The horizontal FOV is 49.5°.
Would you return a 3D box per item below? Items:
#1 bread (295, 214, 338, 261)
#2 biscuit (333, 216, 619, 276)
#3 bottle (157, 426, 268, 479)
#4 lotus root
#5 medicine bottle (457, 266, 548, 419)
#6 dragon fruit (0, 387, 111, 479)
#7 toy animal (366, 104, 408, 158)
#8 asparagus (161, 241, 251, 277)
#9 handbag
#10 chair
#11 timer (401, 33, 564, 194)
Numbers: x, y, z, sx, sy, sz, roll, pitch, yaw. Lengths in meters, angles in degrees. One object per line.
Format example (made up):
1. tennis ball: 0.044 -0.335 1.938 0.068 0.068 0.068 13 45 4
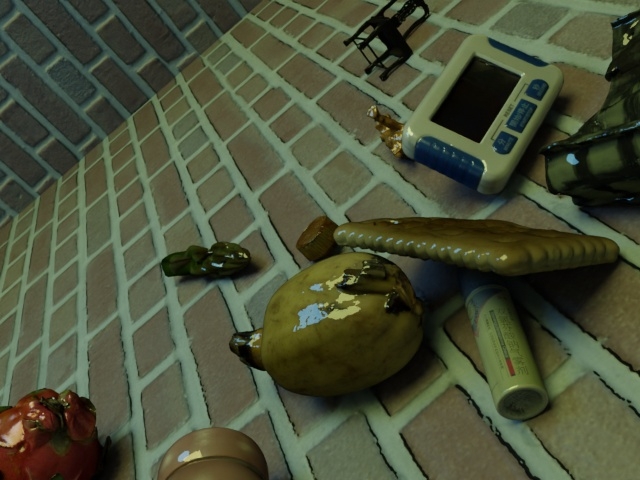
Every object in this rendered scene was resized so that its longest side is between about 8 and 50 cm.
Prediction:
1. bread: 0.000 0.000 1.235 0.085 0.053 0.085 -41 20 19
2. biscuit: 0.188 -0.002 0.899 0.217 0.044 0.325 -6 10 -34
3. bottle: -0.131 0.370 0.803 0.297 0.173 0.206 -107 35 -57
4. lotus root: -0.001 0.126 0.958 0.310 0.183 0.183 -24 34 29
5. medicine bottle: 0.214 0.108 0.840 0.059 0.059 0.231 -31 32 18
6. dragon fruit: -0.468 0.354 1.167 0.227 0.224 0.224 -35 30 23
7. toy animal: 0.206 -0.208 1.246 0.255 0.116 0.114 -12 83 32
8. asparagus: -0.227 0.041 1.427 0.287 0.080 0.080 -7 44 49
9. handbag: 0.475 -0.189 0.837 0.327 0.162 0.325 -6 41 56
10. chair: 0.177 -0.494 1.617 0.229 0.106 0.113 -44 29 -2
11. timer: 0.255 -0.199 1.093 0.178 0.078 0.253 29 67 16
